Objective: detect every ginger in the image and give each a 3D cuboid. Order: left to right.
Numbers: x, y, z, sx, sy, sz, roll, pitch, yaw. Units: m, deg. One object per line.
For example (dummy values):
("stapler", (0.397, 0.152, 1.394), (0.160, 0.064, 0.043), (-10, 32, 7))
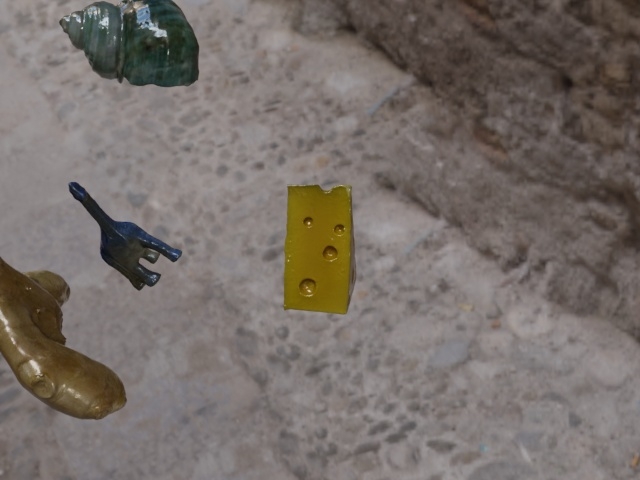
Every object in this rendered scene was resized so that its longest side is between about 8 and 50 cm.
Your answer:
("ginger", (-0.475, 0.110, 1.487), (0.122, 0.348, 0.363), (-40, 47, 12))

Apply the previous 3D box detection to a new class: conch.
("conch", (-0.360, -0.382, 1.867), (0.277, 0.195, 0.220), (18, 53, -12))

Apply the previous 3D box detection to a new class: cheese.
("cheese", (0.000, 0.000, 1.361), (0.093, 0.171, 0.126), (2, 24, 8))

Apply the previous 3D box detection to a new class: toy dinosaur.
("toy dinosaur", (-0.300, -0.013, 1.372), (0.075, 0.188, 0.248), (-53, 19, -13))
